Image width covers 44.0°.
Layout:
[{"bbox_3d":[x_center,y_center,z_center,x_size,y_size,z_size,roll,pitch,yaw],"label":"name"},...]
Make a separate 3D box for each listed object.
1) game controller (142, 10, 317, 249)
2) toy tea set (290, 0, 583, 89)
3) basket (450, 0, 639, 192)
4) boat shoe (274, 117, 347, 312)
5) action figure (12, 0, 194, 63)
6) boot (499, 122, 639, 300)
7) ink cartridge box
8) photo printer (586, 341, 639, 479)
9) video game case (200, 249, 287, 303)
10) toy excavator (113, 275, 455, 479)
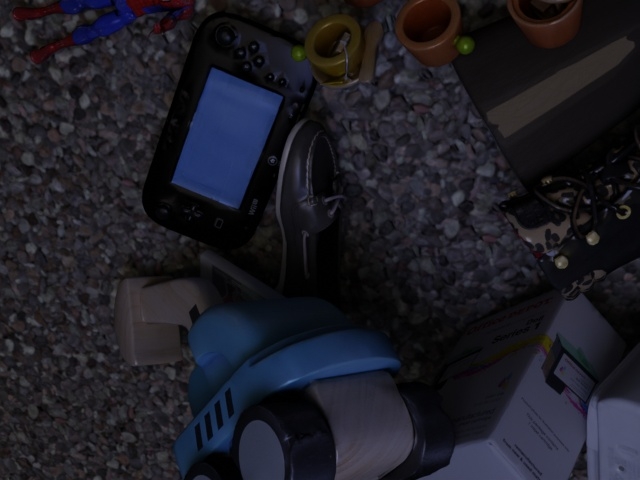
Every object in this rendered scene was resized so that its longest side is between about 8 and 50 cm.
[{"bbox_3d":[-0.124,-0.137,1.060,0.167,0.067,0.319,26,116,2],"label":"game controller"},{"bbox_3d":[0.115,-0.285,0.847,0.336,0.124,0.200,-3,70,24],"label":"toy tea set"},{"bbox_3d":[0.287,-0.198,0.894,0.227,0.154,0.204,-30,93,19],"label":"basket"},{"bbox_3d":[0.000,0.000,1.059,0.096,0.112,0.335,18,123,20],"label":"boat shoe"},{"bbox_3d":[-0.269,-0.289,0.997,0.281,0.139,0.091,-13,110,16],"label":"action figure"},{"bbox_3d":[0.327,-0.081,0.819,0.284,0.377,0.138,-33,60,12],"label":"boot"},{"bbox_3d":[0.226,0.201,0.974,0.117,0.278,0.201,49,140,-6],"label":"ink cartridge box"},{"bbox_3d":[0.437,0.221,0.956,0.107,0.308,0.256,13,122,43],"label":"photo printer"},{"bbox_3d":[-0.098,0.131,1.126,0.201,0.023,0.183,29,131,30],"label":"video game case"},{"bbox_3d":[-0.101,0.154,0.987,0.433,0.222,0.445,-49,53,41],"label":"toy excavator"}]
